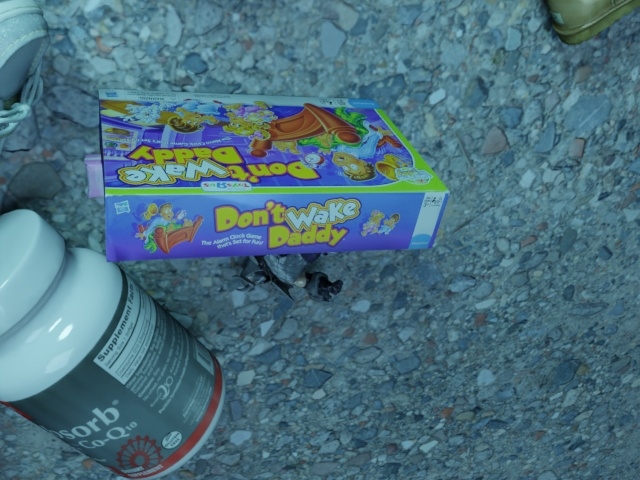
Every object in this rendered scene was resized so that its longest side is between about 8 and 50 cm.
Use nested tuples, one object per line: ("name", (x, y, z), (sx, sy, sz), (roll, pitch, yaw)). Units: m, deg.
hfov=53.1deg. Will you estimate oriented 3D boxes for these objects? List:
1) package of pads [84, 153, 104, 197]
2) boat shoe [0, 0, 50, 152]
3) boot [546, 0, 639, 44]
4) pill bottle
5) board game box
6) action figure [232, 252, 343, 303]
("package of pads", (-0.245, -0.080, 0.786), (0.083, 0.032, 0.050), (-4, 129, -18))
("boat shoe", (-0.357, -0.103, 0.653), (0.103, 0.118, 0.320), (41, 111, -9))
("boot", (0.327, -0.390, 0.733), (0.236, 0.089, 0.269), (-38, 128, 9))
("pill bottle", (-0.299, 0.141, 0.817), (0.210, 0.210, 0.363), (-32, 130, 4))
("board game box", (-0.064, -0.082, 0.722), (0.347, 0.233, 0.078), (-2, 127, -20))
("action figure", (0.000, 0.000, 0.900), (0.285, 0.099, 0.185), (-29, 139, 7))
